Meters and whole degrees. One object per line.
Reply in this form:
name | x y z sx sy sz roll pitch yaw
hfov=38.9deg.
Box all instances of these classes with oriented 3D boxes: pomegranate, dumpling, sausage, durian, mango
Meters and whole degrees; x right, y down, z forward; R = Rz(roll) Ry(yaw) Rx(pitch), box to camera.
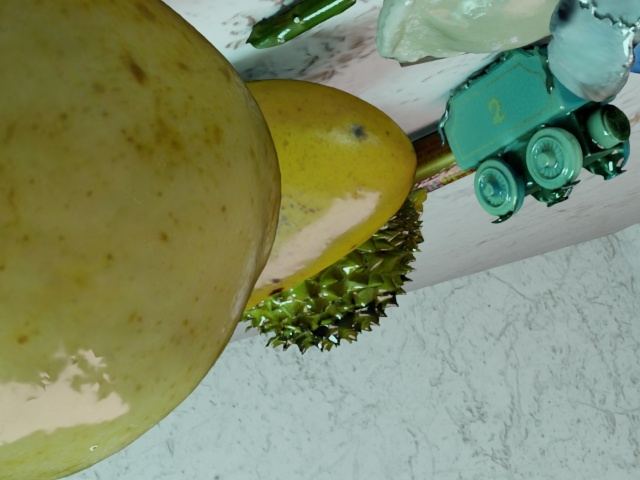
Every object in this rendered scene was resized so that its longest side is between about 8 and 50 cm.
pomegranate | -0.163 -0.022 0.468 0.307 0.307 0.307 -18 169 -4
dumpling | 0.111 -0.190 0.588 0.199 0.118 0.136 -40 155 11
sausage | 0.177 -0.116 1.147 0.372 0.082 0.082 -24 168 19
durian | -0.009 0.006 1.040 0.258 0.258 0.293 -26 178 31
mango | -0.057 -0.045 0.797 0.290 0.191 0.160 -21 -158 20

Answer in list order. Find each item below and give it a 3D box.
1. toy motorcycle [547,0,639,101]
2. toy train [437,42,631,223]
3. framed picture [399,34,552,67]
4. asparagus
toy motorcycle | 0.221 -0.210 0.478 0.241 0.182 0.319 -10 149 -22
toy train | 0.232 -0.120 0.986 0.112 0.163 0.203 -14 170 -35
framed picture | 0.186 -0.225 0.775 0.184 0.016 0.250 -15 169 -20
asparagus | -0.013 -0.171 0.682 0.108 0.025 0.021 -22 149 32
